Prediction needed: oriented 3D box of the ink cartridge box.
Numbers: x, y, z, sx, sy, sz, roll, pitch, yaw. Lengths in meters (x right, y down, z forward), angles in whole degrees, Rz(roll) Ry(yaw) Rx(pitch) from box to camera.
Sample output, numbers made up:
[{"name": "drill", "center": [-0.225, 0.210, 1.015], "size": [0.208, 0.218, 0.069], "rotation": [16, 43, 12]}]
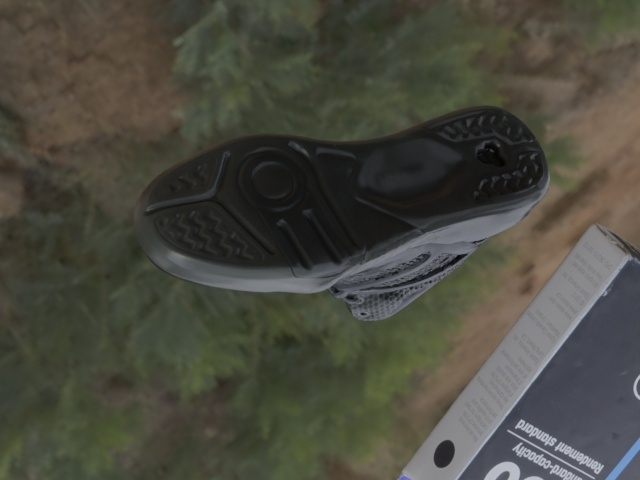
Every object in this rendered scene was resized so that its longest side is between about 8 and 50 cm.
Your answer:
[{"name": "ink cartridge box", "center": [0.155, 0.123, 0.800], "size": [0.206, 0.045, 0.208], "rotation": [29, 106, -27]}]

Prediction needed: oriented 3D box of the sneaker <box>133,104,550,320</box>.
[{"name": "sneaker", "center": [0.000, 0.000, 0.813], "size": [0.228, 0.087, 0.130], "rotation": [-14, 157, -33]}]
